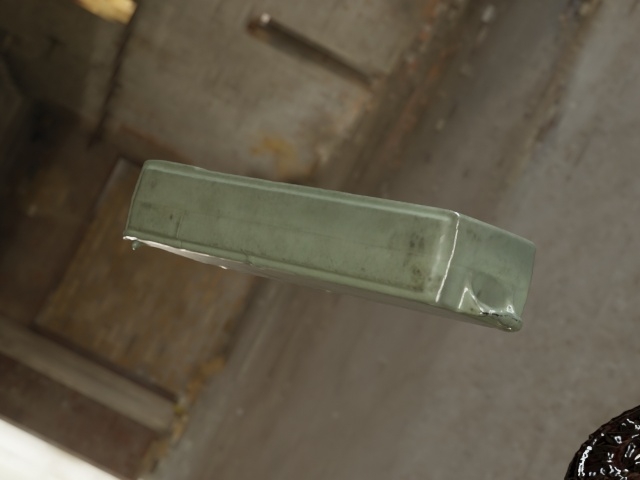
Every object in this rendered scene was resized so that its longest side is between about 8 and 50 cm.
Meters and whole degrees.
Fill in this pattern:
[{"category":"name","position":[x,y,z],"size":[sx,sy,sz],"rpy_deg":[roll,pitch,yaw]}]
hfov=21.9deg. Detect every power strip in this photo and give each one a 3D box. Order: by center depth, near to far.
[{"category":"power strip","position":[0.000,0.000,0.880],"size":[0.272,0.078,0.052],"rpy_deg":[10,84,45]}]

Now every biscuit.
[{"category":"biscuit","position":[0.145,0.099,0.712],"size":[0.089,0.027,0.087],"rpy_deg":[-38,23,-33]}]
